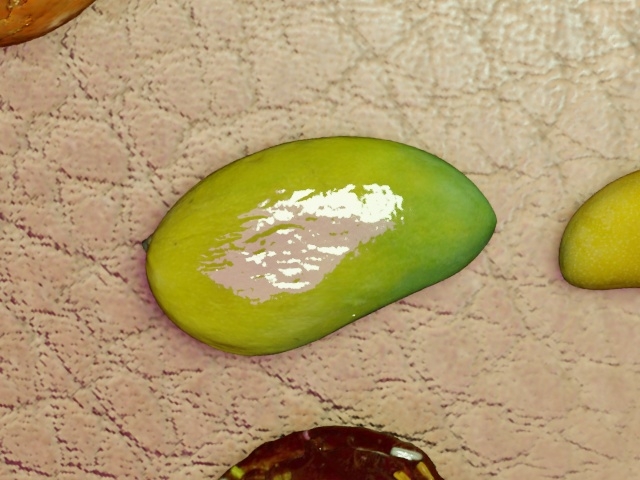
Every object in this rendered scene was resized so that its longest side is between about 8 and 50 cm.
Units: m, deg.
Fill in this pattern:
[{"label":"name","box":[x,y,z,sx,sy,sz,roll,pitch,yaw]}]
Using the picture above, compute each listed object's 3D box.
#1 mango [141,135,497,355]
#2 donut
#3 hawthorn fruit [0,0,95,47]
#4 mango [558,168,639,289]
[{"label":"mango","box":[-0.005,-0.005,1.305,0.237,0.091,0.137,-26,103,0]},{"label":"donut","box":[0.012,0.246,1.306,0.235,0.089,0.235,-7,70,21]},{"label":"hawthorn fruit","box":[-0.172,-0.255,1.213,0.299,0.211,0.211,-29,97,3]},{"label":"mango","box":[0.256,-0.006,1.298,0.184,0.085,0.102,-2,103,13]}]
